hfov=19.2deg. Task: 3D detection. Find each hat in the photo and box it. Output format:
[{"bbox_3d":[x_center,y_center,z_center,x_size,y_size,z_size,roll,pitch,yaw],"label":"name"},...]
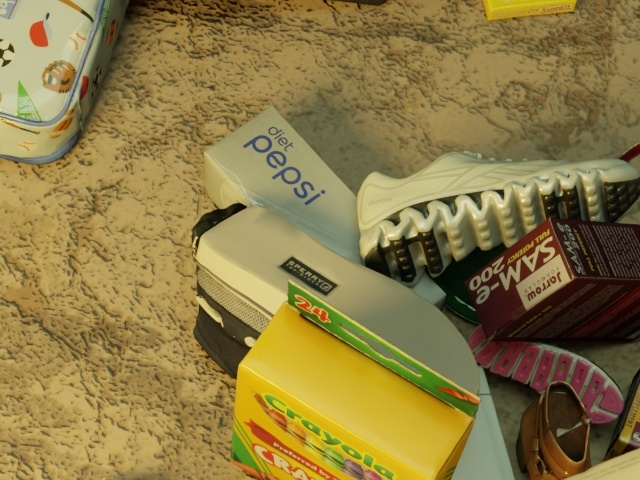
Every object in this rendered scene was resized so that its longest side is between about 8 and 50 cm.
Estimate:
[{"bbox_3d":[0.211,-0.034,1.963,0.173,0.183,0.208,34,65,9],"label":"hat"}]

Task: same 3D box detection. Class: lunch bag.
[{"bbox_3d":[-0.347,-0.243,2.058,0.243,0.115,0.303,13,64,4],"label":"lunch bag"}]

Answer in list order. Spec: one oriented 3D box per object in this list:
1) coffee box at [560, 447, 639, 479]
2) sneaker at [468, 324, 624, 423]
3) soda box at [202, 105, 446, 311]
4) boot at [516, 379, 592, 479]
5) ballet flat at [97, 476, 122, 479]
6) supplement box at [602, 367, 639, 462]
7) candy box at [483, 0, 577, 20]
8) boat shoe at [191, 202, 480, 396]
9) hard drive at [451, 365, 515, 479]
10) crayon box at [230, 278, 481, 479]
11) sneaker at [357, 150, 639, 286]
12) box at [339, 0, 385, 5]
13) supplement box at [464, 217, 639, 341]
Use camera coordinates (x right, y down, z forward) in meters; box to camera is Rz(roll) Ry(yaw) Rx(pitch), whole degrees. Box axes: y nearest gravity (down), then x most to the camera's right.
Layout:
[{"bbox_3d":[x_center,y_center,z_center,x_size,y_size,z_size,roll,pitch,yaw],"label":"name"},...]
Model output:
[{"bbox_3d":[0.279,0.425,1.621,0.334,0.337,0.338,37,65,-6],"label":"coffee box"},{"bbox_3d":[0.237,0.129,1.944,0.170,0.075,0.063,26,107,12],"label":"sneaker"},{"bbox_3d":[0.000,0.000,1.980,0.098,0.091,0.286,-36,72,-19],"label":"soda box"},{"bbox_3d":[0.244,0.243,1.848,0.073,0.152,0.197,-17,67,-13],"label":"boot"},{"bbox_3d":[-0.247,0.326,1.806,0.091,0.077,0.241,22,65,5],"label":"ballet flat"},{"bbox_3d":[0.396,0.208,1.919,0.188,0.081,0.104,22,64,5],"label":"supplement box"},{"bbox_3d":[0.226,-0.353,2.210,0.105,0.027,0.206,-9,65,-6],"label":"candy box"},{"bbox_3d":[0.009,0.108,1.863,0.340,0.158,0.127,37,50,28],"label":"boat shoe"},{"bbox_3d":[0.092,0.309,1.862,0.233,0.047,0.353,-10,66,-9],"label":"hard drive"},{"bbox_3d":[0.023,0.173,1.719,0.202,0.318,0.081,31,66,11],"label":"crayon box"},{"bbox_3d":[0.175,-0.047,1.904,0.292,0.110,0.118,-11,49,-1],"label":"sneaker"},{"bbox_3d":[-0.057,-0.430,2.010,0.395,0.293,0.212,3,61,-29],"label":"box"},{"bbox_3d":[0.276,0.043,1.903,0.239,0.130,0.073,3,57,-43],"label":"supplement box"}]
